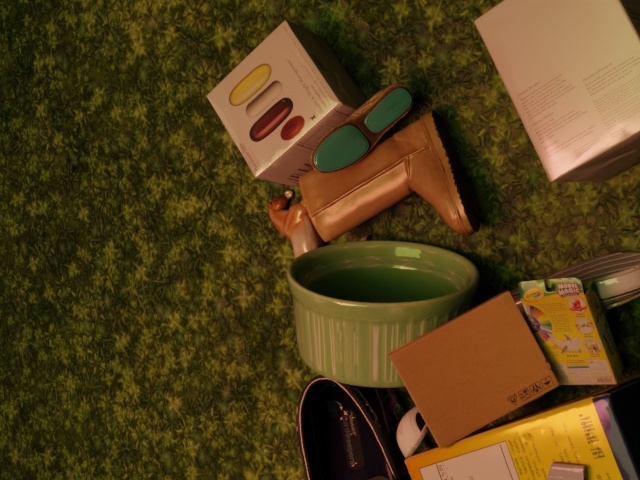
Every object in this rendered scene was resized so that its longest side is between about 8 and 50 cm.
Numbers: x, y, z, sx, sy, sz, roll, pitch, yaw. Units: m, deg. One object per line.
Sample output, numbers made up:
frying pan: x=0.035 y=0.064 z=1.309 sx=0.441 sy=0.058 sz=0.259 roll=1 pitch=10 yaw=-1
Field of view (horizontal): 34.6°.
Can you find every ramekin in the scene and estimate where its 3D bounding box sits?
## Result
ramekin: x=0.098 y=0.115 z=1.638 sx=0.303 sy=0.303 sz=0.148 roll=13 pitch=113 yaw=36

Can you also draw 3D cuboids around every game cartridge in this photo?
game cartridge: x=0.337 y=0.345 z=1.397 sx=0.056 sy=0.017 sz=0.083 roll=-3 pitch=91 yaw=40

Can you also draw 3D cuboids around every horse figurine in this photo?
horse figurine: x=0.000 y=0.000 z=1.848 sx=0.174 sy=0.066 sz=0.263 roll=-32 pitch=71 yaw=26

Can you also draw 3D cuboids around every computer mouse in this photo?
computer mouse: x=0.159 y=0.284 z=1.667 sx=0.042 sy=0.193 sz=0.106 roll=33 pitch=113 yaw=6

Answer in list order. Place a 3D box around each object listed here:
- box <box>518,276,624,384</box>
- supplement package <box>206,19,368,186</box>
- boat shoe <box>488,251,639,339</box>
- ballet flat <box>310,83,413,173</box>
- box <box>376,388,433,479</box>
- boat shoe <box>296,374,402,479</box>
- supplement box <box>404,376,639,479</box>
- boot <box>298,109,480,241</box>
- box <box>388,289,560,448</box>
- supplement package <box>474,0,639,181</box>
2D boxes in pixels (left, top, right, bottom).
box: x=0.361 y=0.126 z=1.487 sx=0.105 sy=0.043 sz=0.179 roll=-7 pitch=118 yaw=39
supplement package: x=-0.050 y=-0.236 z=1.803 sx=0.203 sy=0.149 sz=0.194 roll=-41 pitch=68 yaw=21
boat shoe: x=0.377 y=0.100 z=1.559 sx=0.302 sy=0.109 sz=0.094 roll=-23 pitch=101 yaw=40
ballet flat: x=0.067 y=-0.184 z=1.711 sx=0.206 sy=0.067 sz=0.073 roll=-36 pitch=104 yaw=-2
box: x=0.114 y=0.341 z=1.775 sx=0.116 sy=0.029 sz=0.162 roll=-35 pitch=70 yaw=7
boat shoe: x=0.068 y=0.437 z=1.642 sx=0.187 sy=0.156 sz=0.500 roll=-21 pitch=64 yaw=14
supplement box: x=0.341 y=0.352 z=1.526 sx=0.356 sy=0.195 sz=0.194 roll=-26 pitch=77 yaw=34
boot: x=0.114 y=-0.065 z=1.719 sx=0.269 sy=0.089 sz=0.236 roll=-27 pitch=63 yaw=23
box: x=0.224 y=0.188 z=1.501 sx=0.201 sy=0.021 sz=0.164 roll=-29 pitch=97 yaw=3
supplement package: x=0.392 y=-0.243 z=1.453 sx=0.199 sy=0.198 sz=0.263 roll=-32 pitch=74 yaw=35
